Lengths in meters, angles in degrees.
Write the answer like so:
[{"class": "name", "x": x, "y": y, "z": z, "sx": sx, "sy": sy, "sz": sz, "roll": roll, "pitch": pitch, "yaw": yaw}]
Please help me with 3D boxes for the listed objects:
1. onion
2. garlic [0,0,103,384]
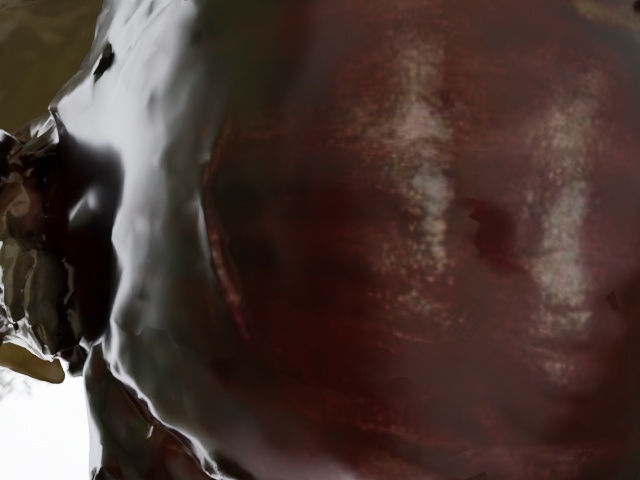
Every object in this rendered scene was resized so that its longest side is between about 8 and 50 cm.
[{"class": "onion", "x": 0.000, "y": 0.000, "z": 0.525, "sx": 0.232, "sy": 0.314, "sz": 0.314, "roll": 4, "pitch": -116, "yaw": -6}, {"class": "garlic", "x": -0.150, "y": -0.090, "z": 0.921, "sx": 0.196, "sy": 0.338, "sz": 0.151, "roll": 31, "pitch": -164, "yaw": -15}]
